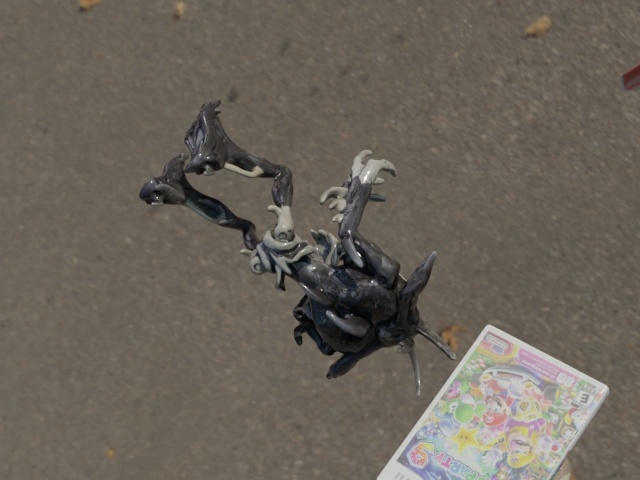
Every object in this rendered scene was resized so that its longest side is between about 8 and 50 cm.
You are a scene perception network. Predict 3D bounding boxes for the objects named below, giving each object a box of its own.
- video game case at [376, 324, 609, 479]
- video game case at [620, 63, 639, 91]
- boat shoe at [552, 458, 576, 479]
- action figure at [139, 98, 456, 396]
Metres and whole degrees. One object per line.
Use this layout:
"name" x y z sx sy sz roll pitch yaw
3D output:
"video game case" 0.102 0.117 0.674 0.087 0.011 0.122 28 71 32
"video game case" 0.489 -0.223 1.274 0.204 0.285 0.025 -8 85 -9
"boat shoe" 0.071 0.260 0.754 0.123 0.324 0.116 -1 118 50
"action figure" 0.000 0.000 0.918 0.275 0.141 0.164 38 130 -1
